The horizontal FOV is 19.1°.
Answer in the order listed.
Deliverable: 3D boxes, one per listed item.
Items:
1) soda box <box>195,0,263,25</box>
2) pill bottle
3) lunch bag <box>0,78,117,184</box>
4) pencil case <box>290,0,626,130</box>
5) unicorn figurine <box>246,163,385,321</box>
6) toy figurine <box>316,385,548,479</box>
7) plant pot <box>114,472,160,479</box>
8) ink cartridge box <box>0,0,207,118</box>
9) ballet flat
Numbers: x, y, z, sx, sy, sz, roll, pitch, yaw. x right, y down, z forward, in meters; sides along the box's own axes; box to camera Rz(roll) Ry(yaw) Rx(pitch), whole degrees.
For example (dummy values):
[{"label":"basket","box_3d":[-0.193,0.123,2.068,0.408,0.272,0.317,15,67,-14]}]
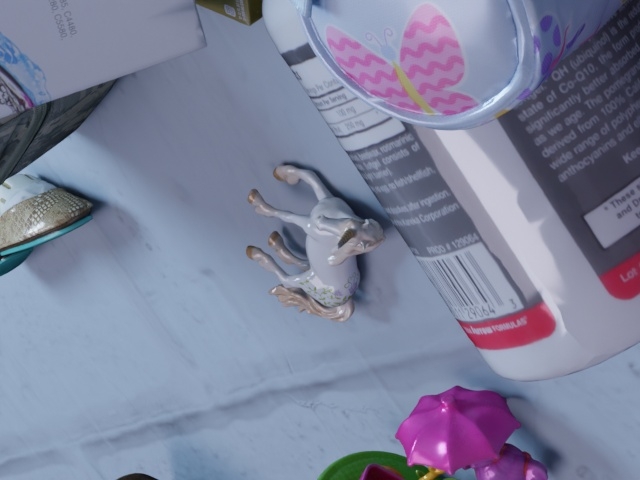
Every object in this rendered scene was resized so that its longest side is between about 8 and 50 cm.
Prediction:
[{"label":"soda box","box_3d":[-0.053,-0.222,1.122,0.058,0.061,0.181,26,140,33]},{"label":"pill bottle","box_3d":[0.081,-0.101,0.982,0.318,0.176,0.176,56,147,-10]},{"label":"lunch bag","box_3d":[-0.332,-0.151,1.345,0.305,0.256,0.212,51,147,-1]},{"label":"pencil case","box_3d":[0.099,-0.159,0.823,0.124,0.273,0.113,35,138,10]},{"label":"unicorn figurine","box_3d":[0.000,0.000,1.299,0.111,0.060,0.162,30,159,26]},{"label":"toy figurine","box_3d":[0.098,0.172,1.317,0.173,0.130,0.159,26,136,-4]},{"label":"plant pot","box_3d":[-0.082,0.329,1.609,0.230,0.215,0.215,12,133,24]},{"label":"ink cartridge box","box_3d":[-0.235,-0.194,1.125,0.198,0.270,0.197,-120,13,-53]},{"label":"ballet flat","box_3d":[-0.254,-0.017,1.566,0.206,0.073,0.067,-24,89,52]}]
